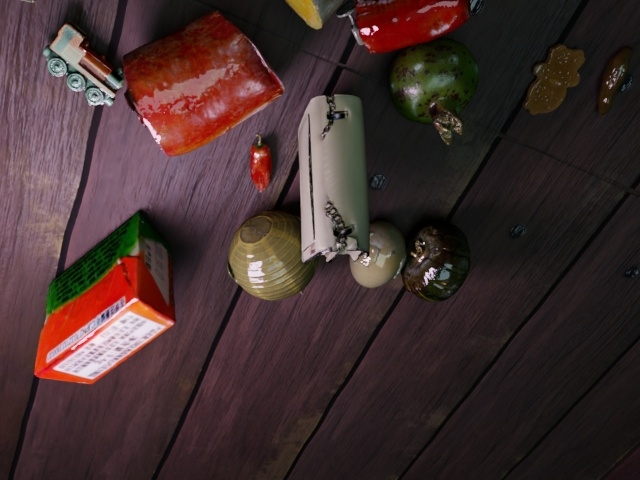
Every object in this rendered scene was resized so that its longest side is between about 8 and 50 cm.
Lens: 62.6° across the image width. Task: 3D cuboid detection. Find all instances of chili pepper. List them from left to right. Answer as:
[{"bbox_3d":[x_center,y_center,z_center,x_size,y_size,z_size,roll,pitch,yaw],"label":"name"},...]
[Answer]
[{"bbox_3d":[-0.266,-0.356,1.176,0.305,0.229,0.251,-32,120,-1],"label":"chili pepper"},{"bbox_3d":[-0.155,-0.201,1.372,0.059,0.050,0.191,-5,136,-10],"label":"chili pepper"},{"bbox_3d":[0.248,-0.502,1.121,0.338,0.131,0.134,-13,137,21],"label":"chili pepper"}]

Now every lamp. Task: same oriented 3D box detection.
[{"bbox_3d":[-0.113,0.055,1.432,0.250,0.250,0.284,-25,133,7],"label":"lamp"}]

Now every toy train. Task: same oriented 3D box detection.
[{"bbox_3d":[-0.523,-0.387,1.179,0.118,0.074,0.176,-44,117,14],"label":"toy train"}]

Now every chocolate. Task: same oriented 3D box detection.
[{"bbox_3d":[-0.550,0.157,1.375,0.360,0.341,0.161,-36,131,13],"label":"chocolate"}]

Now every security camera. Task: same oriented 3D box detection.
[{"bbox_3d":[0.082,-0.499,1.216,0.058,0.058,0.092,-32,128,12],"label":"security camera"}]

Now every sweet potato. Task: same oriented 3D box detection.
[{"bbox_3d":[0.765,-0.414,1.383,0.053,0.054,0.182,5,125,-2],"label":"sweet potato"}]

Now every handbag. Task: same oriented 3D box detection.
[{"bbox_3d":[0.035,-0.133,1.240,0.160,0.237,0.358,-2,81,-5],"label":"handbag"}]

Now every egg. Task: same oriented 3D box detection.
[{"bbox_3d":[0.160,0.040,1.512,0.164,0.164,0.201,13,108,-17],"label":"egg"}]

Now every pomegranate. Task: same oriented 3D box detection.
[{"bbox_3d":[0.269,-0.352,1.230,0.211,0.263,0.211,-6,150,-4],"label":"pomegranate"}]

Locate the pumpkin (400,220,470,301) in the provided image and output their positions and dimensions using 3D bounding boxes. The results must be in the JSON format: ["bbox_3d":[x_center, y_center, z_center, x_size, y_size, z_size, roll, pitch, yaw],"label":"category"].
[{"bbox_3d":[0.323,0.059,1.513,0.159,0.238,0.238,26,116,-17],"label":"pumpkin"}]

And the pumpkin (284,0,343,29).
[{"bbox_3d":[-0.047,-0.593,0.990,0.199,0.332,0.332,-46,119,4],"label":"pumpkin"}]

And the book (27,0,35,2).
[{"bbox_3d":[-0.676,-0.650,1.012,0.228,0.018,0.322,7,122,-14],"label":"book"}]

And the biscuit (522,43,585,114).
[{"bbox_3d":[0.608,-0.416,1.370,0.133,0.027,0.184,-2,125,-9],"label":"biscuit"}]
